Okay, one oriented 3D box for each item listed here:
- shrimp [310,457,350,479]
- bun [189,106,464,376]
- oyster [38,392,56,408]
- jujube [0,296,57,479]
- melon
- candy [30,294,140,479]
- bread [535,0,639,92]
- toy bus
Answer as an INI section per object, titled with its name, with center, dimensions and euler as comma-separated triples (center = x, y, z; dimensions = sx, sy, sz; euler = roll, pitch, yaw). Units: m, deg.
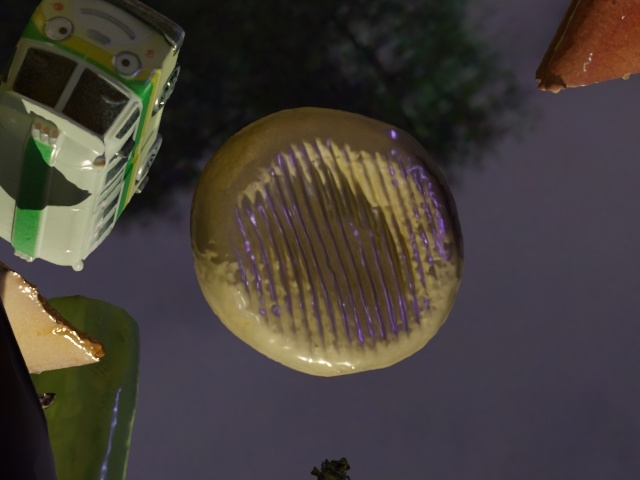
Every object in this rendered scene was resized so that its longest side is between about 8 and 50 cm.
[shrimp]
center = 0.022, 0.237, 1.484
dimensions = 0.034, 0.091, 0.161
euler = -26, -159, 3
[bun]
center = 0.000, 0.000, 1.358
dimensions = 0.222, 0.222, 0.127
euler = -44, -163, -13
[oyster]
center = -0.203, 0.115, 1.092
dimensions = 0.083, 0.019, 0.054
euler = -12, 158, -40
[jujube]
center = -0.168, 0.045, 0.499
dimensions = 0.190, 0.190, 0.255
euler = -25, -124, 12
[melon]
center = -0.267, 0.057, 1.490
dimensions = 0.098, 0.182, 0.054
euler = -1, -120, 27
[candy]
center = -0.268, 0.228, 1.832
dimensions = 0.142, 0.132, 0.343
euler = 139, -38, -59
[bread]
center = 0.256, -0.193, 1.390
dimensions = 0.192, 0.119, 0.067
euler = -66, -152, 21
[toy bus]
center = -0.222, -0.099, 1.597
dimensions = 0.134, 0.276, 0.164
euler = 27, -119, 2
